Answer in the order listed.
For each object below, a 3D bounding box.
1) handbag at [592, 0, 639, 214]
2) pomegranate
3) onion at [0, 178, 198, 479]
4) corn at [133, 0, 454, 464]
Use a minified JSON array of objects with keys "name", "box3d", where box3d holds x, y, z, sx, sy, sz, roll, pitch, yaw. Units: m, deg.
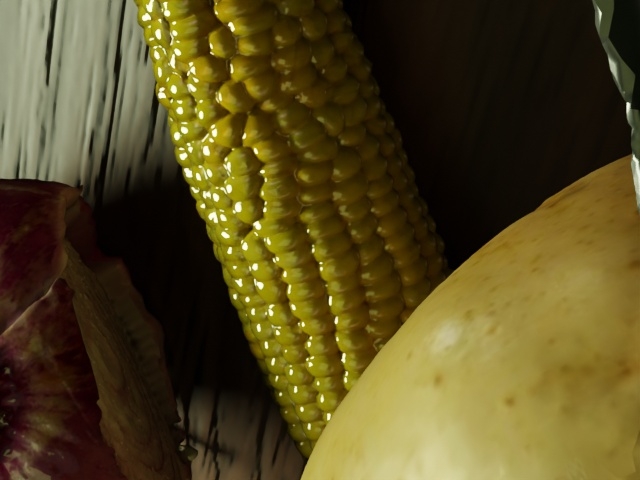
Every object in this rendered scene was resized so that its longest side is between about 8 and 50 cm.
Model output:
[{"name":"handbag","box3d":[0.188,-0.175,0.323,0.162,0.325,0.327,7,119,60]},{"name":"pomegranate","box3d":[0.151,0.137,0.518,0.338,0.338,0.338,14,124,23]},{"name":"onion","box3d":[-0.166,0.082,0.753,0.200,0.200,0.207,-3,115,32]},{"name":"corn","box3d":[0.000,0.000,0.677,0.101,0.101,0.310,-13,110,35]}]
